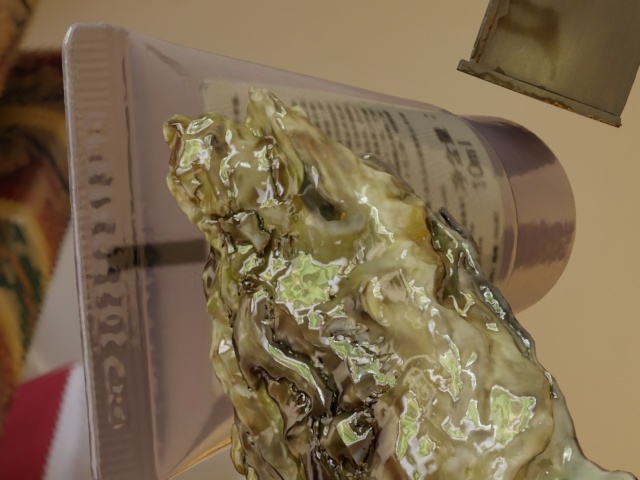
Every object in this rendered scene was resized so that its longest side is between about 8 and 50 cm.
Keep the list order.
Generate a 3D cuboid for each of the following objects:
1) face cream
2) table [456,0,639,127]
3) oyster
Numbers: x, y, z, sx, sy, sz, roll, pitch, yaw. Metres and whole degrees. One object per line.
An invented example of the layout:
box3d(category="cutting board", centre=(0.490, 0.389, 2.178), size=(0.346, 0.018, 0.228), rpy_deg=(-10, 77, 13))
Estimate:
box3d(category="face cream", centre=(0.000, 0.000, 0.679), size=(0.274, 0.096, 0.154), rpy_deg=(-6, 95, -57))
box3d(category="table", centre=(0.105, -0.098, 0.756), size=(0.070, 0.082, 0.083), rpy_deg=(20, 6, 4))
box3d(category="oyster", centre=(0.008, 0.045, 0.386), size=(0.108, 0.053, 0.165), rpy_deg=(109, -36, -48))
